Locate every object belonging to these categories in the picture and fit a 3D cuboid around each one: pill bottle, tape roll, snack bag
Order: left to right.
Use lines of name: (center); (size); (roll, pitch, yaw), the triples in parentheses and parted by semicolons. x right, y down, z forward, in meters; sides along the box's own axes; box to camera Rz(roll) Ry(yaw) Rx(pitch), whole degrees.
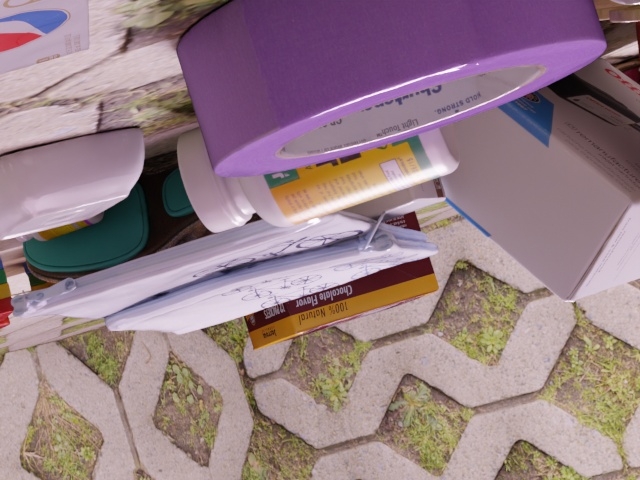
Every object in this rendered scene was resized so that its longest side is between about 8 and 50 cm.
pill bottle: (-0.247, -0.025, 1.501); (0.083, 0.043, 0.043); (-19, 176, 16)
snack bag: (-0.078, 0.035, 1.550); (0.323, 0.037, 0.342); (-17, 170, 17)
pill bottle: (-0.003, -0.079, 1.296); (0.208, 0.117, 0.117); (-18, 176, 13)
tape roll: (0.047, -0.126, 1.080); (0.275, 0.090, 0.275); (-18, 177, -1)

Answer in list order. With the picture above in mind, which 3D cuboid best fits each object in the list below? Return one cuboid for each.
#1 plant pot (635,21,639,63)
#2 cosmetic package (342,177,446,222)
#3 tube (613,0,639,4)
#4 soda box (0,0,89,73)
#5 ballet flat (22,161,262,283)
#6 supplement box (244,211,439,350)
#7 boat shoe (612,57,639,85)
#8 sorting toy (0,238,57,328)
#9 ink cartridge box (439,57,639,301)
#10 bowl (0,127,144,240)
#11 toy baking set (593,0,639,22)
plant pot: (0.441, -0.146, 1.488); (0.236, 0.267, 0.267); (-4, -175, 36)
cosmetic package: (-0.005, -0.057, 1.590); (0.231, 0.117, 0.085); (-21, 173, 29)
tube: (0.250, -0.202, 1.146); (0.062, 0.070, 0.240); (-61, 165, 21)
soda box: (-0.129, -0.116, 0.597); (0.074, 0.069, 0.216); (-17, 176, -9)
ballet flat: (-0.136, -0.016, 1.531); (0.316, 0.107, 0.106); (-18, 148, 27)
supplement box: (0.000, 0.000, 1.829); (0.191, 0.194, 0.129); (-16, 175, -27)
boat shoe: (0.381, -0.184, 1.890); (0.170, 0.063, 0.059); (-17, -178, -3)
sorting toy: (-0.322, 0.042, 1.773); (0.257, 0.089, 0.255); (-16, 176, -21)
ink cartridge box: (0.273, -0.073, 1.651); (0.307, 0.223, 0.129); (-12, 137, -53)
bowl: (-0.220, -0.043, 1.332); (0.142, 0.053, 0.142); (-17, 177, -33)
toy baking set: (0.231, -0.185, 1.236); (0.256, 0.030, 0.197); (4, -168, 42)
